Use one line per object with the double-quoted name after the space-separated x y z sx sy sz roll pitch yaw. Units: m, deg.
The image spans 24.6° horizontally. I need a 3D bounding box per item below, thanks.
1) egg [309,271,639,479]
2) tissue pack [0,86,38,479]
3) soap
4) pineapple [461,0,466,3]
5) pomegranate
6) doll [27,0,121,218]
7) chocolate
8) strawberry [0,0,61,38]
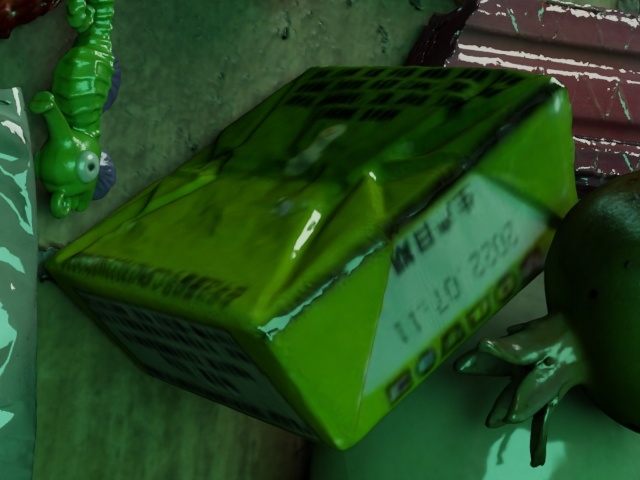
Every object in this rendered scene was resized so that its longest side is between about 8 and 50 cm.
0.149 0.152 1.138 0.352 0.258 0.258 -29 99 -34 "egg"
-0.285 0.033 0.943 0.238 0.238 0.306 2 84 -28 "tissue pack"
0.188 -0.126 1.274 0.250 0.099 0.162 6 83 -28 "soap"
0.129 -0.244 1.274 0.114 0.077 0.114 -52 122 -17 "pineapple"
0.201 0.054 0.961 0.224 0.181 0.181 -23 96 -11 "pomegranate"
-0.177 -0.109 1.075 0.050 0.115 0.190 6 82 9 "doll"
0.000 0.000 1.056 0.288 0.301 0.137 -39 117 -25 "chocolate"
-0.267 -0.217 1.034 0.236 0.111 0.190 -9 87 -29 "strawberry"
